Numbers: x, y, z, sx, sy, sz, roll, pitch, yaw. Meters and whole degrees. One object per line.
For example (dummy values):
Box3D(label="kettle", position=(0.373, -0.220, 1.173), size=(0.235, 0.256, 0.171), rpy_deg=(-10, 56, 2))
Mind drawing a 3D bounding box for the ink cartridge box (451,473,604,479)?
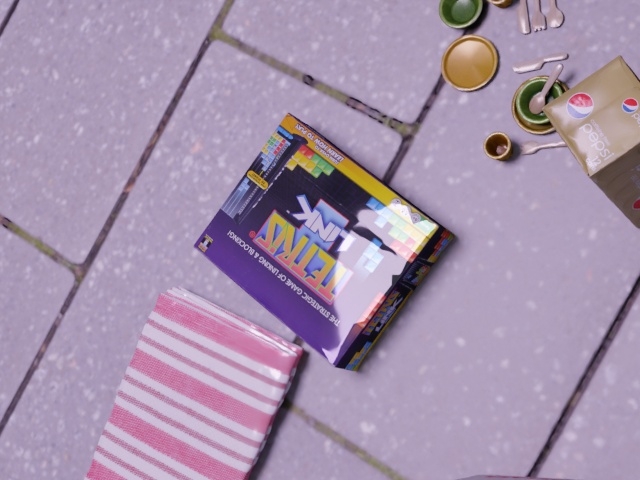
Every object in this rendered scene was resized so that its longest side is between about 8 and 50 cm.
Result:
Box3D(label="ink cartridge box", position=(0.149, 0.214, 0.746), size=(0.198, 0.273, 0.115), rpy_deg=(-2, 82, 24))

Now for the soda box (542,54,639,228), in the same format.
Box3D(label="soda box", position=(0.213, -0.063, 0.818), size=(0.061, 0.181, 0.058), rpy_deg=(-35, 68, 15))

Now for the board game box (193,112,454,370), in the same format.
Box3D(label="board game box", position=(0.000, 0.000, 0.973), size=(0.170, 0.048, 0.141), rpy_deg=(38, 95, 25))

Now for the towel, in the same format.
Box3D(label="towel", position=(-0.109, 0.153, 1.006), size=(0.144, 0.029, 0.197), rpy_deg=(24, 93, 25))

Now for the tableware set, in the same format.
Box3D(label="tableware set", position=(0.145, -0.139, 0.949), size=(0.104, 0.024, 0.154), rpy_deg=(-9, 77, 22))
